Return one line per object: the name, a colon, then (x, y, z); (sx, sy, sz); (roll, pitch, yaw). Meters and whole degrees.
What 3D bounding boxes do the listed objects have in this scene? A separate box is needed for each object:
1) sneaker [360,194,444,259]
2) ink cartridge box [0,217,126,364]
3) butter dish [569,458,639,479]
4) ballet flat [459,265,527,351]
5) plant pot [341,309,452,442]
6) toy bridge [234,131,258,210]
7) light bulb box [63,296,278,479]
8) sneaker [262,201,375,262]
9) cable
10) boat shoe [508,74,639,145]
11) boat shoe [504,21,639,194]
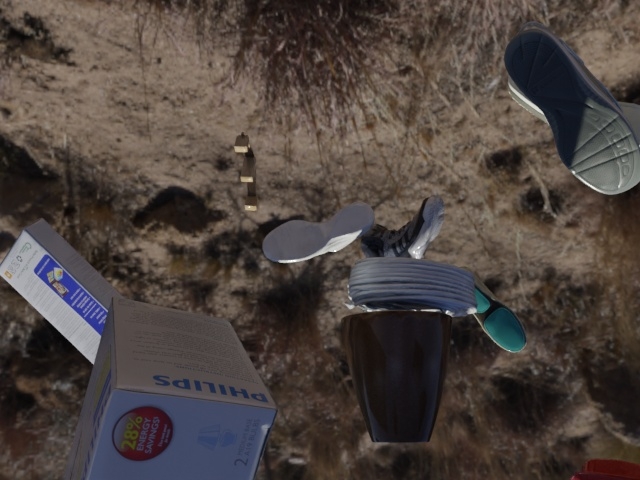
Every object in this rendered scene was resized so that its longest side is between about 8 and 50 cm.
sneaker: (0.180, -0.011, 1.485); (0.101, 0.153, 0.268); (-42, 154, -46)
ink cartridge box: (-0.524, 0.138, 1.403); (0.176, 0.371, 0.069); (-41, -176, 35)
butter dish: (0.466, 0.401, 1.014); (0.160, 0.118, 0.159); (5, 117, 15)
ballet flat: (0.397, 0.157, 1.526); (0.248, 0.086, 0.086); (47, 132, -10)
plant pot: (0.147, 0.263, 1.225); (0.215, 0.230, 0.215); (0, 165, 0)
toy bridge: (-0.145, -0.145, 1.294); (0.026, 0.063, 0.188); (3, 141, 4)
light bulb box: (-0.255, 0.322, 0.997); (0.225, 0.357, 0.361); (14, -171, -21)
sneaker: (0.000, 0.000, 1.193); (0.212, 0.080, 0.094); (-17, 160, -3)
cable: (0.183, 0.097, 1.290); (0.257, 0.089, 0.257); (7, 166, -1)
boat shoe: (0.479, -0.225, 1.183); (0.305, 0.109, 0.091); (27, 161, 11)
boat shoe: (0.422, -0.218, 1.060); (0.320, 0.103, 0.118); (48, 131, -9)
